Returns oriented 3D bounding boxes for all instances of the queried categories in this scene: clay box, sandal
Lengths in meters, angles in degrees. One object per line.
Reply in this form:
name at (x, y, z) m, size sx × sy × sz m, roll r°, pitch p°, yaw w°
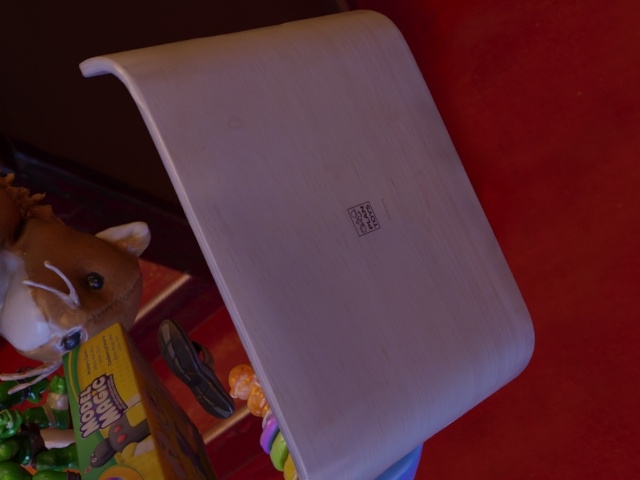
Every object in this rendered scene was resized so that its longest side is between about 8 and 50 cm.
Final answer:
clay box at (-0.098, 0.161, 0.491) m, size 0.053 × 0.127 × 0.222 m, roll -30°, pitch 32°, yaw -6°
sandal at (-0.224, 0.233, 1.469) m, size 0.090 × 0.060 × 0.219 m, roll -30°, pitch 101°, yaw 42°

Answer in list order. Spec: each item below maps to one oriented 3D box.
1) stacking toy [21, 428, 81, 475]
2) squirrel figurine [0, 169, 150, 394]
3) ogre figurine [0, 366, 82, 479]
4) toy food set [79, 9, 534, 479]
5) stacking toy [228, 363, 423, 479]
stacking toy at (-0.360, 0.524, 1.029) m, size 0.350 × 0.350 × 0.480 m, roll -40°, pitch 34°, yaw 26°
squirrel figurine at (-0.385, 0.001, 0.890) m, size 0.397 × 0.370 × 0.281 m, roll -125°, pitch 52°, yaw -69°
ogre figurine at (-0.323, 0.221, 0.862) m, size 0.097 × 0.118 × 0.197 m, roll -48°, pitch 61°, yaw 40°
toy food set at (0.000, 0.000, 0.515) m, size 0.092 × 0.219 × 0.306 m, roll -28°, pitch 85°, yaw 51°
stacking toy at (-0.021, 0.271, 1.091) m, size 0.302 × 0.175 × 0.166 m, roll 35°, pitch 138°, yaw 27°
